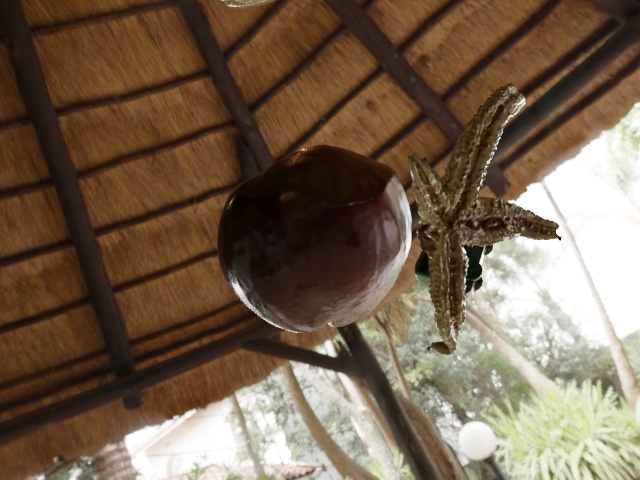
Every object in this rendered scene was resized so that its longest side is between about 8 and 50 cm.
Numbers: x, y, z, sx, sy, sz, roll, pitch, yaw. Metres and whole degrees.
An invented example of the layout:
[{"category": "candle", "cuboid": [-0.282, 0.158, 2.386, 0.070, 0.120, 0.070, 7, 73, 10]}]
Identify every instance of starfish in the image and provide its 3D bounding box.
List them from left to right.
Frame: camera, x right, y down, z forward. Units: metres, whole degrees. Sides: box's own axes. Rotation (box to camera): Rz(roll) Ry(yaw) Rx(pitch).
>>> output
[{"category": "starfish", "cuboid": [0.277, -0.029, 0.888, 0.324, 0.082, 0.432, -33, -59, -18]}]

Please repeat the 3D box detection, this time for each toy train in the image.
[{"category": "toy train", "cuboid": [0.274, 0.026, 1.037, 0.091, 0.136, 0.227, 51, -125, -63]}]

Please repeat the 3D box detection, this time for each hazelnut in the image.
[{"category": "hazelnut", "cuboid": [-0.003, -0.007, 0.511, 0.202, 0.170, 0.160, -20, -33, -13]}]

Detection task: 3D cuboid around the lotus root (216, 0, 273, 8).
[{"category": "lotus root", "cuboid": [-0.058, -0.274, 0.513, 0.152, 0.063, 0.072, -14, -26, 15]}]
